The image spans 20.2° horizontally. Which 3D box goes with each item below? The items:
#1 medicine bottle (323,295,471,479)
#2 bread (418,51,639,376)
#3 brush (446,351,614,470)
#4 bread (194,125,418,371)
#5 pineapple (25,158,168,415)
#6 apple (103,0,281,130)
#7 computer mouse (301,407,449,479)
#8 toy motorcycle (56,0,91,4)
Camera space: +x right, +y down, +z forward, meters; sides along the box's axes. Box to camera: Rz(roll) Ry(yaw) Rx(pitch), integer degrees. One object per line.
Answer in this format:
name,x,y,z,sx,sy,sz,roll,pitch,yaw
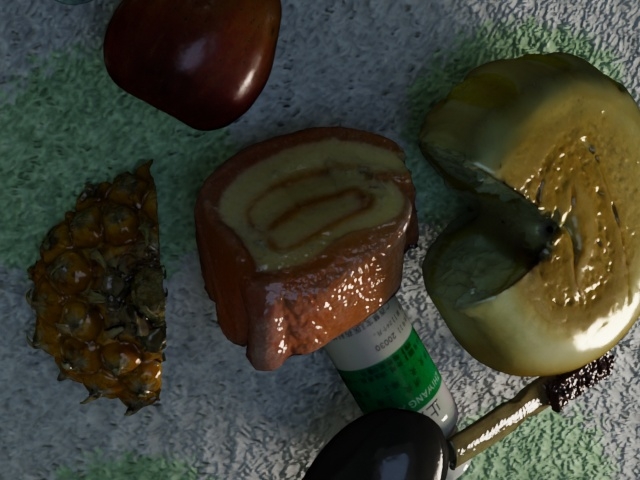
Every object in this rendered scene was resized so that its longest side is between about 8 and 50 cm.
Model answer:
medicine bottle,0.075,0.143,1.885,0.095,0.095,0.260,-34,115,-6
bread,0.219,-0.028,1.836,0.333,0.160,0.333,-8,104,-35
brush,0.231,0.176,1.933,0.248,0.036,0.043,-28,113,-33
bread,-0.006,-0.009,1.764,0.244,0.190,0.123,-29,152,-19
pineapple,-0.213,0.066,1.730,0.140,0.164,0.249,-2,111,-10
apple,-0.115,-0.191,1.688,0.156,0.147,0.158,33,94,-3
computer mouse,0.036,0.290,1.872,0.138,0.086,0.269,27,122,-14
toy motorcycle,-0.195,-0.355,1.612,0.206,0.154,0.260,-36,134,-26
